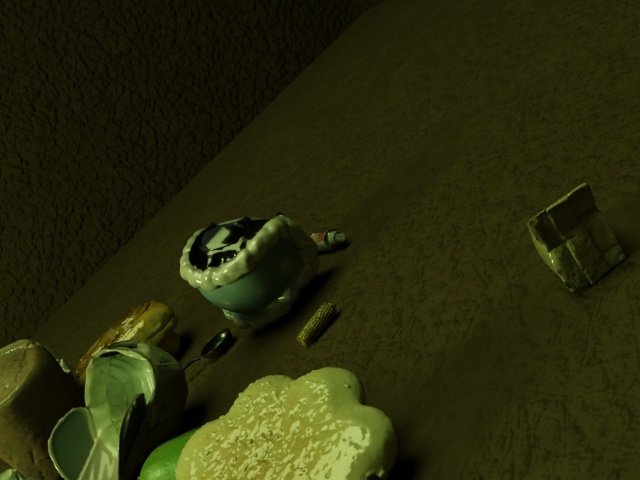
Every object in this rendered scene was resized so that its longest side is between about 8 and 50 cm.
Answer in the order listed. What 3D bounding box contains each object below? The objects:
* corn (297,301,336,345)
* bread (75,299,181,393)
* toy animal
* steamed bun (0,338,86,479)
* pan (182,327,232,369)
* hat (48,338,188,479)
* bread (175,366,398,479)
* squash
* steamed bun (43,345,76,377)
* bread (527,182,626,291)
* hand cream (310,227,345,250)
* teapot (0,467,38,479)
[{"bbox_3d":[-0.004,0.124,1.720,0.083,0.028,0.027,-47,-28,-21],"label":"corn"},{"bbox_3d":[-0.372,0.220,2.225,0.236,0.120,0.198,-45,13,-8],"label":"bread"},{"bbox_3d":[-0.121,0.055,1.917,0.208,0.204,0.156,-7,49,36],"label":"toy animal"},{"bbox_3d":[-0.535,0.308,2.125,0.199,0.251,0.301,-45,23,-8],"label":"steamed bun"},{"bbox_3d":[-0.199,0.201,2.015,0.115,0.023,0.068,-40,15,-3],"label":"pan"},{"bbox_3d":[-0.304,0.295,1.798,0.232,0.161,0.275,-22,48,49],"label":"hat"},{"bbox_3d":[-0.054,0.260,1.209,0.316,0.054,0.316,-24,40,22],"label":"bread"},{"bbox_3d":[-0.134,0.285,1.436,0.395,0.107,0.107,-25,22,53],"label":"squash"},{"bbox_3d":[-0.633,0.333,2.522,0.242,0.146,0.164,-32,20,41],"label":"steamed bun"},{"bbox_3d":[0.268,-0.018,1.268,0.077,0.105,0.152,-34,16,4],"label":"bread"},{"bbox_3d":[0.002,0.001,2.074,0.052,0.038,0.216,-17,2,-19],"label":"hand cream"},{"bbox_3d":[-0.457,0.429,1.713,0.163,0.178,0.221,-47,14,-21],"label":"teapot"}]
